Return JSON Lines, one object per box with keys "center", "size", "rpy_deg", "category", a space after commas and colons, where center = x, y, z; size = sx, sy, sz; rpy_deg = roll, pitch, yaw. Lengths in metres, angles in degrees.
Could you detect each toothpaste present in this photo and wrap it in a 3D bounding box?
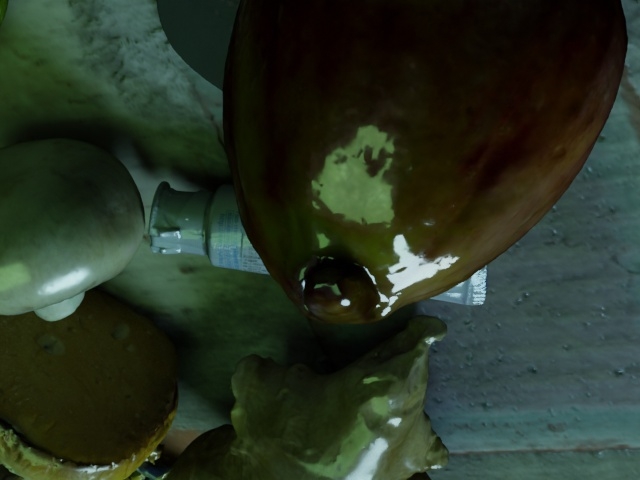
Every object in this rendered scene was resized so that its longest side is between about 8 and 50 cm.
{"center": [0.000, 0.000, 1.290], "size": [0.234, 0.057, 0.089], "rpy_deg": [9, 135, 9], "category": "toothpaste"}

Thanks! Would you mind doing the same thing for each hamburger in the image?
{"center": [-0.208, 0.124, 1.398], "size": [0.182, 0.191, 0.118], "rpy_deg": [48, 131, 20], "category": "hamburger"}

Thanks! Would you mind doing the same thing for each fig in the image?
{"center": [0.048, -0.084, 1.070], "size": [0.224, 0.224, 0.263], "rpy_deg": [34, 100, -7], "category": "fig"}

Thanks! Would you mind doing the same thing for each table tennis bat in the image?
{"center": [0.001, -0.118, 1.202], "size": [0.234, 0.022, 0.131], "rpy_deg": [29, 135, 0], "category": "table tennis bat"}

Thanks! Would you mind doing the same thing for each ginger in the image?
{"center": [0.017, 0.163, 1.376], "size": [0.219, 0.123, 0.270], "rpy_deg": [37, 135, -7], "category": "ginger"}

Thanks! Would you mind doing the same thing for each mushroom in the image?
{"center": [-0.194, -0.001, 1.303], "size": [0.154, 0.154, 0.122], "rpy_deg": [3, 125, 22], "category": "mushroom"}

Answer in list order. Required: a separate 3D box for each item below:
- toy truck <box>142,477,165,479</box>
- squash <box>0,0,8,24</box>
{"center": [-0.205, 0.219, 1.533], "size": [0.268, 0.124, 0.155], "rpy_deg": [24, 131, 4], "category": "toy truck"}
{"center": [-0.275, -0.140, 1.257], "size": [0.188, 0.095, 0.095], "rpy_deg": [-24, 117, 38], "category": "squash"}
